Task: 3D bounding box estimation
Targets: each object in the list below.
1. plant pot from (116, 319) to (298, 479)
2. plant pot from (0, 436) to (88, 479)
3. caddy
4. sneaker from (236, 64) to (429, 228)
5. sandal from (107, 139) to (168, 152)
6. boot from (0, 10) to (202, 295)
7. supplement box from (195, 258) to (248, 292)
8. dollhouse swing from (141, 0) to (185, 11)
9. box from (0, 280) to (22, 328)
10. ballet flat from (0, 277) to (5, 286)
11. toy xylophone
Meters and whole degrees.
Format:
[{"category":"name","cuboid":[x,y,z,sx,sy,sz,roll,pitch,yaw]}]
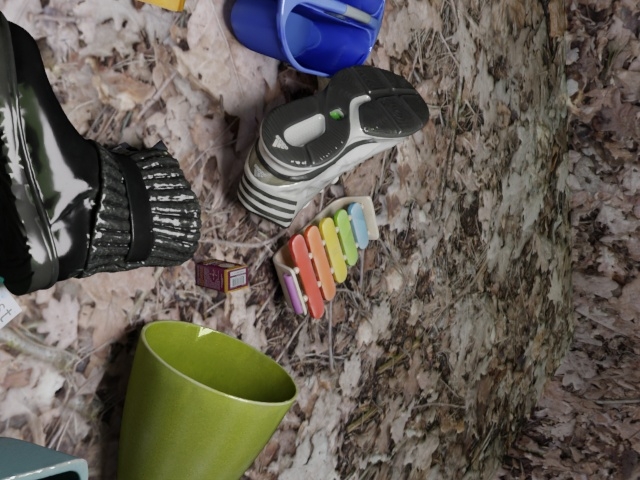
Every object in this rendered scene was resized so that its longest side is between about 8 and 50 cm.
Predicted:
[{"category":"plant pot","cuboid":[-0.220,0.324,1.178,0.274,0.274,0.294,14,103,-54]},{"category":"plant pot","cuboid":[-0.459,0.359,0.832,0.247,0.252,0.248,2,97,-53]},{"category":"caddy","cuboid":[0.001,-0.424,1.285,0.341,0.179,0.241,-9,118,-59]},{"category":"sneaker","cuboid":[0.006,-0.176,1.368,0.447,0.257,0.169,-28,77,-42]},{"category":"sandal","cuboid":[-0.325,-0.104,1.048,0.254,0.097,0.055,-36,99,-45]},{"category":"boot","cuboid":[-0.300,-0.114,0.913,0.260,0.131,0.348,-17,103,-45]},{"category":"supplement box","cuboid":[-0.178,0.063,1.285,0.055,0.083,0.043,-15,109,-51]},{"category":"dollhouse swing","cuboid":[-0.325,-0.431,0.786,0.346,0.304,0.315,-2,100,-52]},{"category":"box","cuboid":[-0.516,0.049,0.793,0.231,0.126,0.262,-47,132,-34]},{"category":"ballet flat","cuboid":[-0.452,-0.043,0.911,0.077,0.091,0.241,-85,163,-51]},{"category":"toy xylophone","cuboid":[0.000,0.000,1.513,0.323,0.081,0.236,-51,135,-34]}]
